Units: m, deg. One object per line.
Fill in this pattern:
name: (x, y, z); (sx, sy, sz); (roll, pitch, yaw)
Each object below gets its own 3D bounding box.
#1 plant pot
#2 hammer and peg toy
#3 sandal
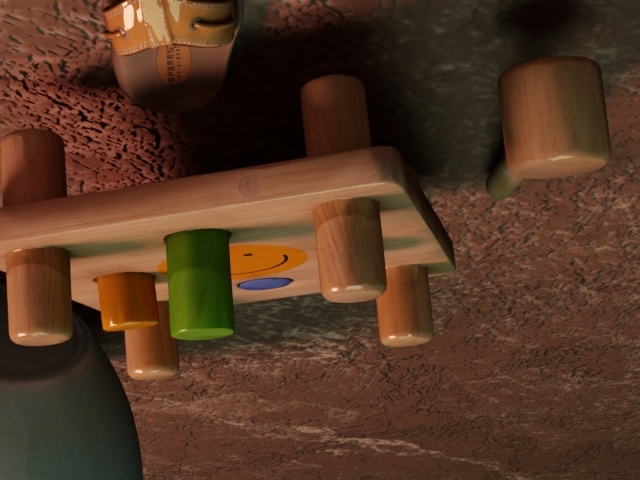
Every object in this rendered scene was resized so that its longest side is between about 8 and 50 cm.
plant pot: (-0.265, 0.148, 0.999); (0.290, 0.290, 0.195); (6, 119, -24)
hammer and peg toy: (0.000, 0.000, 0.792); (0.361, 0.127, 0.266); (-8, 166, 10)
sandal: (-0.082, -0.113, 0.648); (0.090, 0.060, 0.219); (-3, 156, -6)
